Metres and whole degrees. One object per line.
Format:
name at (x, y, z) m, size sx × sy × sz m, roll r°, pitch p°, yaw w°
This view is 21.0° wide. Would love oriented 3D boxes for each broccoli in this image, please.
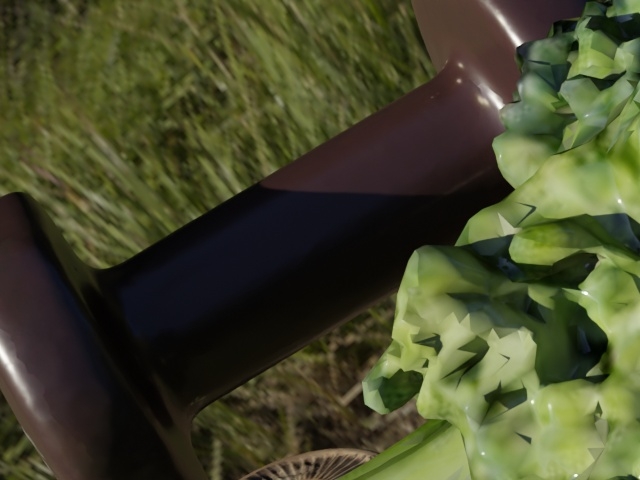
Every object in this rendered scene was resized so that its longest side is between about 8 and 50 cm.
broccoli at (0.101, 0.081, 0.418) m, size 0.260 × 0.288 × 0.235 m, roll -34°, pitch 29°, yaw -21°

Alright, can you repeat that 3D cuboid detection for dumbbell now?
dumbbell at (0.000, 0.000, 0.568) m, size 0.225 × 0.124 × 0.140 m, roll -31°, pitch 21°, yaw -4°

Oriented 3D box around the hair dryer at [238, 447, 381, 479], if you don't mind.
hair dryer at (-0.009, 0.258, 0.800) m, size 0.107 × 0.189 × 0.352 m, roll -11°, pitch 18°, yaw 15°
